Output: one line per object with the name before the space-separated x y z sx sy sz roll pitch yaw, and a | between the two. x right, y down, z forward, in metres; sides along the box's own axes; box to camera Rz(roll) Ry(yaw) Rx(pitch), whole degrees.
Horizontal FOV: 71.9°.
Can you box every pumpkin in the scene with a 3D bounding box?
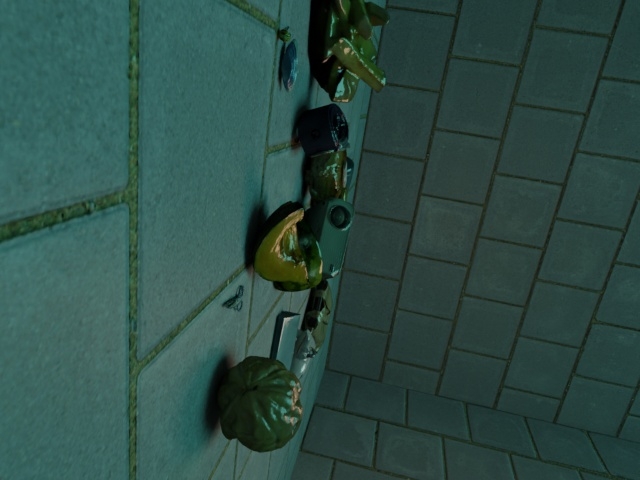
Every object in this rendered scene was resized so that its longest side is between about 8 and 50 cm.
pumpkin | -0.114 0.010 1.054 0.130 0.149 0.253 50 -25 39

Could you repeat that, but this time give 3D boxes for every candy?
candy | -0.070 -0.437 0.925 0.083 0.025 0.023 -80 158 -52

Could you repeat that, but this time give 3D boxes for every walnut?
walnut | -0.131 0.365 0.982 0.245 0.198 0.198 88 15 -52

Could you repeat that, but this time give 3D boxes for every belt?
belt | 0.003 -0.310 1.264 0.230 0.126 0.139 -59 135 -67

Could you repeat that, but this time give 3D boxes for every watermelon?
watermelon | -0.091 0.070 1.297 0.128 0.159 0.303 -26 138 -30

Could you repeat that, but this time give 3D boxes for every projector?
projector | 0.000 0.000 1.451 0.198 0.108 0.250 -18 -126 62

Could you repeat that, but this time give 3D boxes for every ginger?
ginger | 0.105 -0.626 1.251 0.358 0.211 0.413 -72 169 -53

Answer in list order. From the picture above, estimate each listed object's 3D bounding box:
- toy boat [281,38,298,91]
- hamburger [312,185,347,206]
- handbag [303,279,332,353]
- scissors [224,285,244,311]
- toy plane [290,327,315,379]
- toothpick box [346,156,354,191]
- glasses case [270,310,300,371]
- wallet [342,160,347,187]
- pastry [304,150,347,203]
toy boat | -0.058 -0.405 1.001 0.149 0.034 0.105 -70 170 -47
hamburger | 0.036 -0.165 1.707 0.185 0.131 0.159 -68 160 -84
handbag | -0.010 0.362 2.160 0.253 0.109 0.315 80 23 -57
scissors | -0.181 0.129 0.937 0.119 0.014 0.058 -13 109 -85
toy plane | -0.087 0.436 1.705 0.244 0.118 0.244 -62 180 1
toothpick box | 0.070 -0.253 1.834 0.120 0.120 0.184 -71 172 -45
glasses case | -0.140 0.376 1.493 0.105 0.056 0.265 3 99 -58
wallet | 0.080 -0.218 1.456 0.083 0.011 0.044 88 11 -47
pastry | 0.020 -0.251 1.489 0.257 0.121 0.235 86 13 -55
